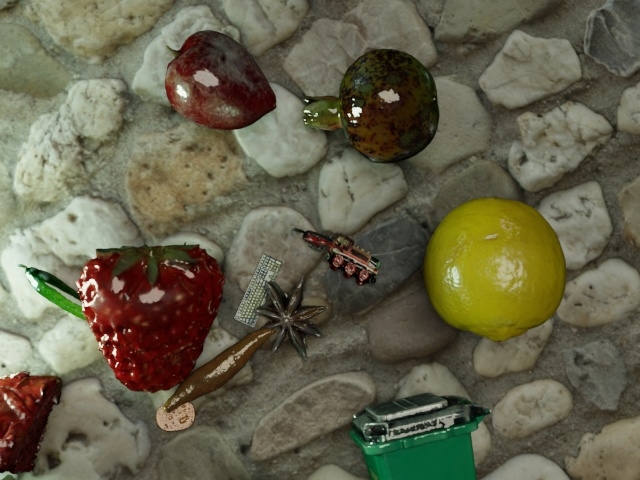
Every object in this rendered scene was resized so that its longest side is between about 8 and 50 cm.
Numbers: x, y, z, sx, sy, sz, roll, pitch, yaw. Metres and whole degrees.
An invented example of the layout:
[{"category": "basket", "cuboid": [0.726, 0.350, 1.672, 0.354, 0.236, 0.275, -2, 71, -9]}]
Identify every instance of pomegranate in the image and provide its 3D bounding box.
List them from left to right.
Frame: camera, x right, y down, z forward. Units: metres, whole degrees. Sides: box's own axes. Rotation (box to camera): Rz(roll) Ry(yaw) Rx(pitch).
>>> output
[{"category": "pomegranate", "cuboid": [0.115, -0.320, 1.834, 0.340, 0.285, 0.285, -5, 79, 19]}]

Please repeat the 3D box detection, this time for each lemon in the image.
[{"category": "lemon", "cuboid": [0.403, 0.062, 1.747, 0.347, 0.348, 0.348, 1, 79, -6]}]

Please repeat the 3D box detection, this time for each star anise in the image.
[{"category": "star anise", "cuboid": [-0.067, 0.179, 1.796, 0.204, 0.061, 0.180, 45, 99, 3]}]

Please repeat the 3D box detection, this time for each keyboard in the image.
[{"category": "keyboard", "cuboid": [-0.151, 0.121, 1.830, 0.055, 0.014, 0.176, 25, 78, -4]}]

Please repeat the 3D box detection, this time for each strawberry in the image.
[{"category": "strawberry", "cuboid": [-0.375, 0.181, 1.673, 0.317, 0.295, 0.345, -5, 99, -34]}]

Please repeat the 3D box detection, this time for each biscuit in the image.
[{"category": "biscuit", "cuboid": [-0.339, 0.405, 1.755, 0.091, 0.015, 0.078, -3, 78, -7]}]

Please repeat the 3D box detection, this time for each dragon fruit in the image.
[{"category": "dragon fruit", "cuboid": [-0.667, 0.417, 1.597, 0.302, 0.330, 0.240, -42, 108, -14]}]

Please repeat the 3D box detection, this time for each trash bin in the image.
[{"category": "trash bin", "cuboid": [0.247, 0.547, 1.685, 0.295, 0.259, 0.381, -11, 88, -8]}]

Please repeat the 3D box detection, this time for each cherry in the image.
[{"category": "cherry", "cuboid": [-0.246, -0.377, 1.809, 0.300, 0.203, 0.230, 26, 41, -12]}]

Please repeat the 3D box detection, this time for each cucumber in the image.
[{"category": "cucumber", "cuboid": [-0.603, 0.128, 1.759, 0.250, 0.056, 0.056, 33, 78, -1]}]

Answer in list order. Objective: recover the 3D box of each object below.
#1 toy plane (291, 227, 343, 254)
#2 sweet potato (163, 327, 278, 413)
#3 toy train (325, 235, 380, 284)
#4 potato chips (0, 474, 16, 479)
[{"category": "toy plane", "cuboid": [0.000, 0.000, 1.825, 0.145, 0.060, 0.037, 22, 71, 37]}, {"category": "sweet potato", "cuboid": [-0.230, 0.303, 1.755, 0.314, 0.066, 0.072, -33, 117, -5]}, {"category": "toy train", "cuboid": [0.084, 0.051, 1.849, 0.138, 0.050, 0.087, 29, 75, -1]}, {"category": "potato chips", "cuboid": [-0.762, 0.602, 1.532, 0.389, 0.097, 0.373, -19, 114, 13]}]
